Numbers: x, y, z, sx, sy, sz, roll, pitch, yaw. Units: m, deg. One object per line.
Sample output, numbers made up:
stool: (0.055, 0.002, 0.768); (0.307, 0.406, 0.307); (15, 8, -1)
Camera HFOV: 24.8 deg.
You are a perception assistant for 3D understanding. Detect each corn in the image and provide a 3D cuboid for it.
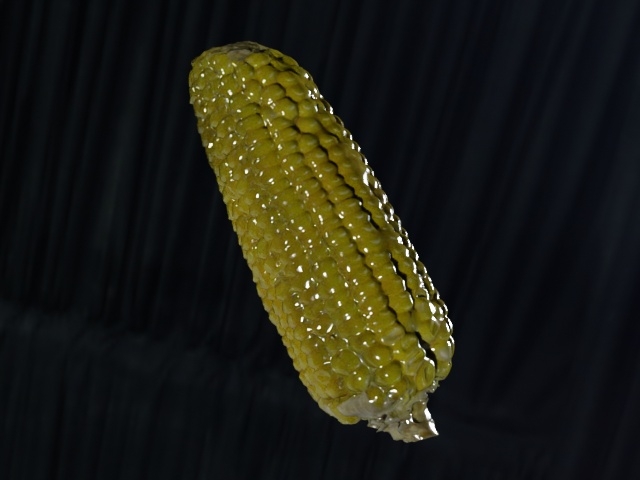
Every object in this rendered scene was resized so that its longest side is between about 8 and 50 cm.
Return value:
corn: (0.000, 0.000, 0.847); (0.097, 0.097, 0.262); (-13, 71, -47)
